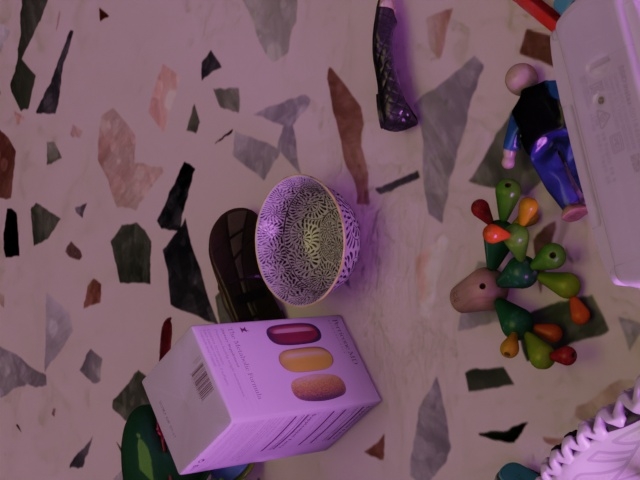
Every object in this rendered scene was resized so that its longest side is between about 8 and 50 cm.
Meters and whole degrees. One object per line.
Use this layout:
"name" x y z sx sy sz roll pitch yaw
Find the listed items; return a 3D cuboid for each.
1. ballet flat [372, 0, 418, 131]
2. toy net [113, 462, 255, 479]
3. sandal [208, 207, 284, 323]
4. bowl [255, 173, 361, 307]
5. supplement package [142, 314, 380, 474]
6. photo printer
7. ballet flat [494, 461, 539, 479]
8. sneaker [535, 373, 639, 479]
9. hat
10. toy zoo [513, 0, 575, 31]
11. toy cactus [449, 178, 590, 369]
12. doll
"ballet flat" 0.090 -0.219 1.722 0.049 0.057 0.173 -5 87 7
"toy net" -0.200 0.341 1.960 0.232 0.045 0.122 -17 37 34
"sandal" -0.100 0.064 1.913 0.060 0.090 0.219 -38 69 65
"bowl" 0.000 0.000 1.788 0.170 0.080 0.170 2 92 48
"supplement package" -0.072 0.188 1.747 0.134 0.244 0.139 -47 59 38
"photo printer" 0.351 -0.080 1.236 0.107 0.307 0.256 -25 70 44
"ballet flat" 0.267 0.312 1.526 0.188 0.070 0.070 36 116 43
"sneaker" 0.331 0.207 1.414 0.118 0.110 0.292 53 123 17
"hat" -0.252 0.252 1.905 0.173 0.183 0.208 -12 39 37
"toy zoo" 0.265 -0.342 1.531 0.293 0.030 0.192 49 124 36
"toy cactus" 0.205 0.048 1.564 0.180 0.112 0.219 -30 77 54
"doll" 0.249 -0.114 1.540 0.129 0.046 0.189 -40 62 39
